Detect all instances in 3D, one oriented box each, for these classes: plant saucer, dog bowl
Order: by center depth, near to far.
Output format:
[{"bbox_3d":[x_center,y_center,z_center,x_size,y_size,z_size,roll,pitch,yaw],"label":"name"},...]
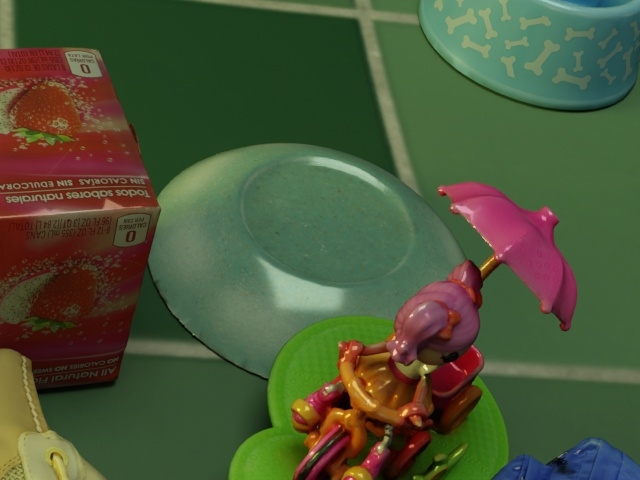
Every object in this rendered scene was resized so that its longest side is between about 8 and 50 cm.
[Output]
[{"bbox_3d":[0.000,0.000,0.849,0.195,0.037,0.195,10,44,-10],"label":"plant saucer"},{"bbox_3d":[0.164,-0.217,1.107,0.165,0.074,0.297,14,42,-5],"label":"dog bowl"}]

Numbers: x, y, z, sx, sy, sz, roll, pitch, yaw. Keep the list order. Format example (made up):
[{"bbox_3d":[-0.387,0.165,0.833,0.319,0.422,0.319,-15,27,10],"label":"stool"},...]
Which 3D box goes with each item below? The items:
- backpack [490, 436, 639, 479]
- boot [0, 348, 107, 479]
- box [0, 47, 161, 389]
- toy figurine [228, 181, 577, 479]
[{"bbox_3d":[0.112,0.145,0.685,0.101,0.098,0.120,40,40,2],"label":"backpack"},{"bbox_3d":[-0.058,0.136,0.625,0.203,0.095,0.262,1,30,-18],"label":"boot"},{"bbox_3d":[-0.218,-0.004,0.706,0.256,0.128,0.123,-4,47,-24],"label":"box"},{"bbox_3d":[0.046,0.047,0.688,0.130,0.159,0.173,43,45,17],"label":"toy figurine"}]
